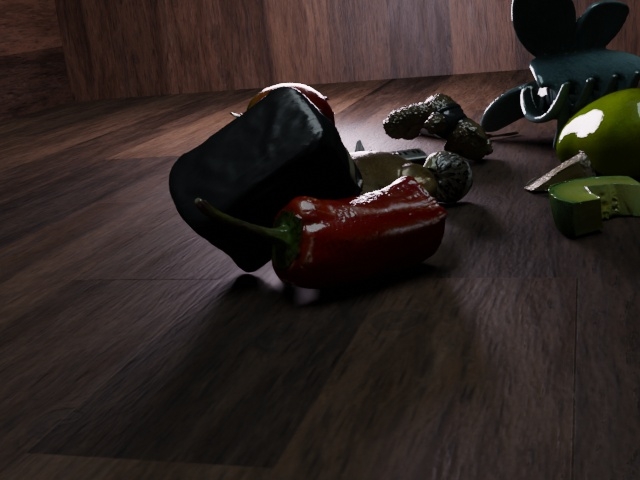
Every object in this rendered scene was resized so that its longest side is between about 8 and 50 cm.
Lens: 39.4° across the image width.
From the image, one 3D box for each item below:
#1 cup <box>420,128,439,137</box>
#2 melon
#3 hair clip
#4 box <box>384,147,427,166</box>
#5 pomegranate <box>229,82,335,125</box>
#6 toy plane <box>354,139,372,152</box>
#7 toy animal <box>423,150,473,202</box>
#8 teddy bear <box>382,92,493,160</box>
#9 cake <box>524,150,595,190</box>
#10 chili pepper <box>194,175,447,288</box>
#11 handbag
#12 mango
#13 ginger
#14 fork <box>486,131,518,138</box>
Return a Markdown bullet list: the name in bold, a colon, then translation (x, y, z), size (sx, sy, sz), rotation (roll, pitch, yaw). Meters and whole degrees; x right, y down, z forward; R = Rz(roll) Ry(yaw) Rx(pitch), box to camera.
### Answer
- **cup**: translation (0.294, -0.297, 2.283), size (0.104, 0.074, 0.116), rotation (18, 7, -29)
- **melon**: translation (0.428, -0.059, 1.397), size (0.210, 0.064, 0.118), rotation (-12, 16, -28)
- **hair clip**: translation (0.577, -0.352, 1.991), size (0.318, 0.392, 0.238), rotation (-9, 45, -19)
- **box**: translation (0.133, -0.167, 1.924), size (0.178, 0.035, 0.115), rotation (-8, 15, -5)
- **pomegranate**: translation (-0.083, -0.250, 1.984), size (0.235, 0.210, 0.210), rotation (-5, 16, 4)
- **toy plane**: translation (0.039, -0.118, 1.684), size (0.171, 0.162, 0.065), rotation (-40, -12, -16)
- **toy animal**: translation (0.223, -0.111, 1.580), size (0.098, 0.098, 0.137), rotation (-2, 3, 12)
- **teddy bear**: translation (0.262, -0.256, 1.961), size (0.251, 0.129, 0.182), rotation (23, 16, 27)
- **cake**: translation (0.434, -0.106, 1.619), size (0.121, 0.065, 0.052), rotation (-28, 14, 7)
- **chili pepper**: translation (0.002, 0.005, 1.199), size (0.338, 0.131, 0.134), rotation (-11, 44, -31)
- **handbag**: translation (-0.078, -0.086, 1.297), size (0.254, 0.181, 0.181), rotation (-36, 55, 4)
- **mango**: translation (0.554, -0.197, 1.669), size (0.143, 0.175, 0.293), rotation (31, -9, -19)
- **ginger**: translation (0.078, -0.076, 1.468), size (0.221, 0.130, 0.275), rotation (6, 23, 9)
- **fork**: translation (0.429, -0.253, 2.157), size (0.115, 0.016, 0.012), rotation (-12, 39, -22)
